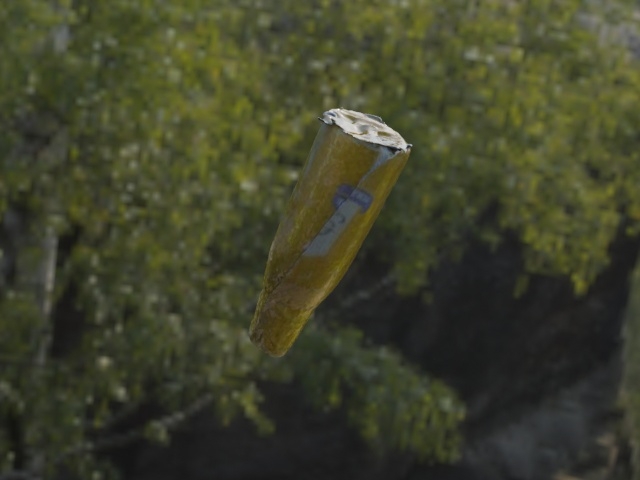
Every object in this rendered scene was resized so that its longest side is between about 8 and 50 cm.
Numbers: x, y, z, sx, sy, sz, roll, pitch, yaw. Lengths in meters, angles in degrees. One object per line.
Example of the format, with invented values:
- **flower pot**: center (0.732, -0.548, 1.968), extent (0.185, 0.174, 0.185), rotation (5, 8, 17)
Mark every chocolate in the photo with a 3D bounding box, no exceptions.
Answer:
- **chocolate**: center (0.000, 0.000, 1.529), extent (0.085, 0.219, 0.085), rotation (21, 20, -8)
